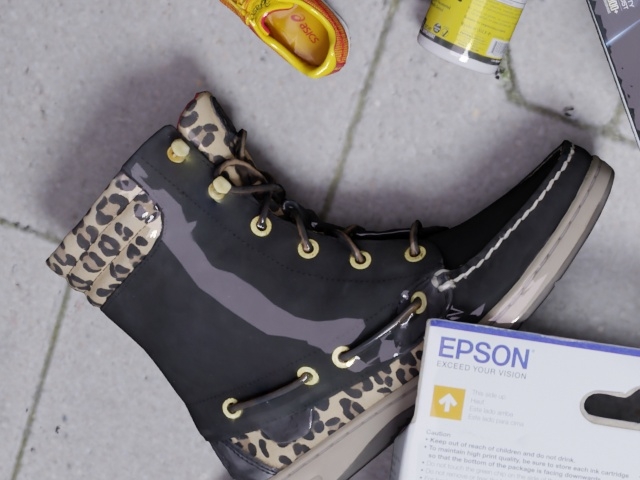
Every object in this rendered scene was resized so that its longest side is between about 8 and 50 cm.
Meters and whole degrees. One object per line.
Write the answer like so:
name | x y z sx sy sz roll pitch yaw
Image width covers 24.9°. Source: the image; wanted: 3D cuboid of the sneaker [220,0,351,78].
sneaker | -0.047 -0.190 1.074 0.175 0.067 0.064 39 108 0

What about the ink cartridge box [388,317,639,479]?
ink cartridge box | 0.202 0.237 1.024 0.324 0.071 0.330 9 88 -5

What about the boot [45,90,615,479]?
boot | 0.000 0.000 1.082 0.284 0.138 0.377 45 108 -1

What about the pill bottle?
pill bottle | 0.120 -0.185 1.049 0.065 0.065 0.116 24 105 3

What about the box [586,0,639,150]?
box | 0.228 -0.144 0.981 0.077 0.180 0.147 -19 99 13
